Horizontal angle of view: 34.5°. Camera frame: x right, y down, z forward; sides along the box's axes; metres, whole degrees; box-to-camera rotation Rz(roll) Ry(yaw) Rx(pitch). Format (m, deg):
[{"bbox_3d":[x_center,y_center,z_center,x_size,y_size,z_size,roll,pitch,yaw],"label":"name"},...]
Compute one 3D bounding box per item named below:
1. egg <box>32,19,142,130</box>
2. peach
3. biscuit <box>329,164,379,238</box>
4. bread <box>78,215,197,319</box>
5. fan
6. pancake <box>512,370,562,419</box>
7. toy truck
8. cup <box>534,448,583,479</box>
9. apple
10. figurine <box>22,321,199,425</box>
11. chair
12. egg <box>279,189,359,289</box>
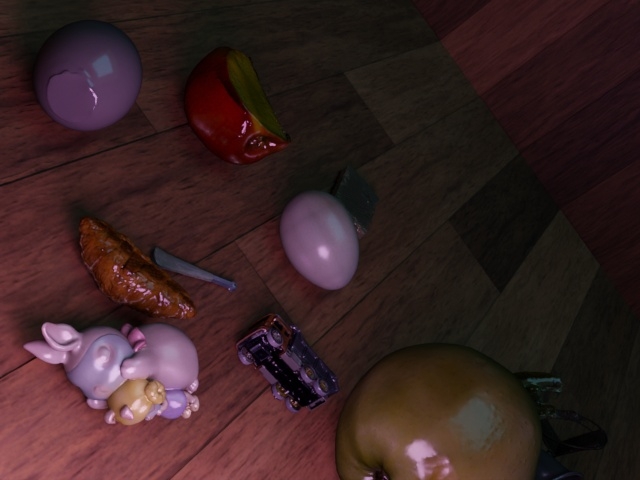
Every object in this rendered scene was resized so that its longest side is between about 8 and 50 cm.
[{"bbox_3d":[-0.386,-0.282,1.730,0.176,0.176,0.232,43,30,-21],"label":"egg"},{"bbox_3d":[-0.195,-0.275,2.044,0.154,0.158,0.267,19,45,-64],"label":"peach"},{"bbox_3d":[0.077,-0.091,2.403,0.121,0.040,0.199,49,27,-15],"label":"biscuit"},{"bbox_3d":[-0.296,0.059,1.597,0.233,0.076,0.105,40,17,-12],"label":"bread"},{"bbox_3d":[-0.218,0.057,1.790,0.193,0.016,0.038,25,42,-42],"label":"fan"},{"bbox_3d":[0.451,0.357,2.346,0.197,0.054,0.376,20,20,29],"label":"pancake"},{"bbox_3d":[-0.055,0.216,1.795,0.192,0.083,0.092,48,28,-15],"label":"toy truck"},{"bbox_3d":[0.430,0.501,2.168,0.199,0.199,0.150,18,27,-50],"label":"cup"},{"bbox_3d":[0.196,0.347,1.778,0.357,0.357,0.357,38,31,-28],"label":"apple"},{"bbox_3d":[-0.287,0.183,1.432,0.235,0.127,0.155,6,63,-49],"label":"figurine"},{"bbox_3d":[0.525,0.443,2.326,0.149,0.213,0.174,61,26,0],"label":"chair"},{"bbox_3d":[0.000,0.000,2.057,0.151,0.151,0.209,-4,70,-59],"label":"egg"}]
